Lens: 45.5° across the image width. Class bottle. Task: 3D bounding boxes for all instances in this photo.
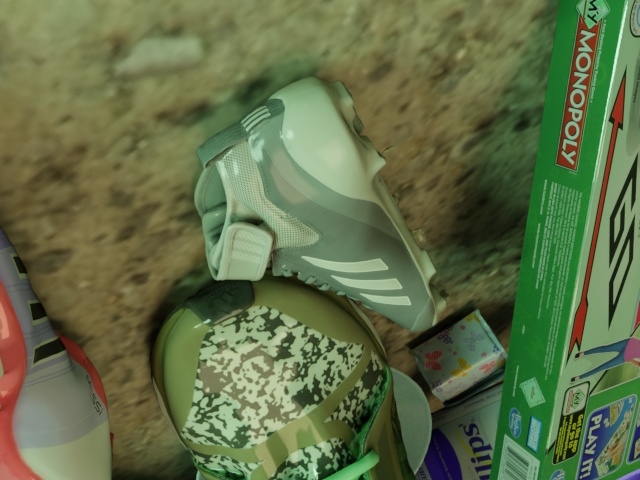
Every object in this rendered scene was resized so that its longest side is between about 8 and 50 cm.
[{"bbox_3d":[0.132,0.198,0.663,0.283,0.118,0.092,-30,168,24],"label":"bottle"}]

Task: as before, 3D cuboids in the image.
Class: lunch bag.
[{"bbox_3d":[0.122,0.104,0.646,0.071,0.053,0.083,-31,154,4],"label":"lunch bag"}]

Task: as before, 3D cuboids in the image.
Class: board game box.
[{"bbox_3d":[0.215,0.000,0.473,0.213,0.046,0.317,-11,115,-28],"label":"board game box"}]

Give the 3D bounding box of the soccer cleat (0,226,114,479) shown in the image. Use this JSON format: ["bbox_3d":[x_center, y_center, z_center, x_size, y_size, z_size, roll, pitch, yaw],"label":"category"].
[{"bbox_3d":[-0.151,0.061,0.364,0.083,0.095,0.248,1,128,6],"label":"soccer cleat"}]

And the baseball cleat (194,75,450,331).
[{"bbox_3d":[0.000,0.000,0.411,0.109,0.072,0.206,-27,137,4],"label":"baseball cleat"}]

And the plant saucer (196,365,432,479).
[{"bbox_3d":[-0.007,0.163,0.602,0.195,0.037,0.195,-11,123,-18],"label":"plant saucer"}]

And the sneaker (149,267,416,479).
[{"bbox_3d":[0.023,0.198,0.495,0.158,0.182,0.410,-26,122,-9],"label":"sneaker"}]
